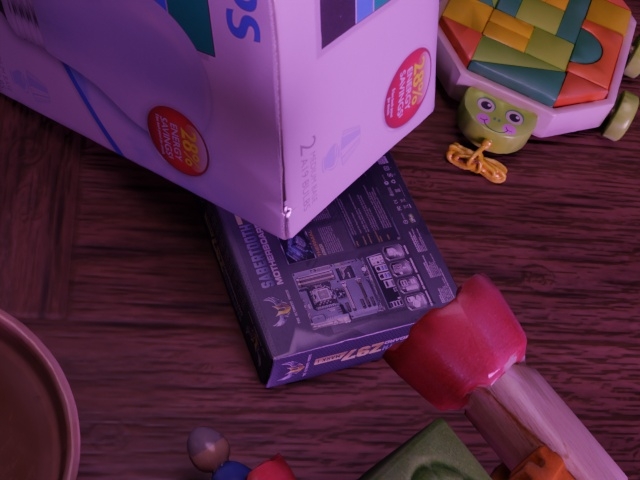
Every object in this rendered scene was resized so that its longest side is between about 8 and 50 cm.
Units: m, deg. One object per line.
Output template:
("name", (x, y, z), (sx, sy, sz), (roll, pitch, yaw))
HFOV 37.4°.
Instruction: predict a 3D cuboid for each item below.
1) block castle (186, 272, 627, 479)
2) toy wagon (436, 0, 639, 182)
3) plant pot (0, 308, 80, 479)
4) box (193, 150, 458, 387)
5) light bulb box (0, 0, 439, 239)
("block castle", (-0.051, 0.178, 0.475), (0.213, 0.303, 0.453), (50, 26, 11))
("toy wagon", (0.229, -0.205, 1.058), (0.267, 0.068, 0.344), (25, 53, 4))
("plant pot", (-0.286, 0.155, 0.629), (0.237, 0.110, 0.237), (10, 54, -15))
("box", (0.000, 0.000, 0.853), (0.183, 0.059, 0.233), (-13, 59, -21))
("light bulb box", (-0.107, -0.251, 0.769), (0.361, 0.358, 0.225), (27, 51, 27))
